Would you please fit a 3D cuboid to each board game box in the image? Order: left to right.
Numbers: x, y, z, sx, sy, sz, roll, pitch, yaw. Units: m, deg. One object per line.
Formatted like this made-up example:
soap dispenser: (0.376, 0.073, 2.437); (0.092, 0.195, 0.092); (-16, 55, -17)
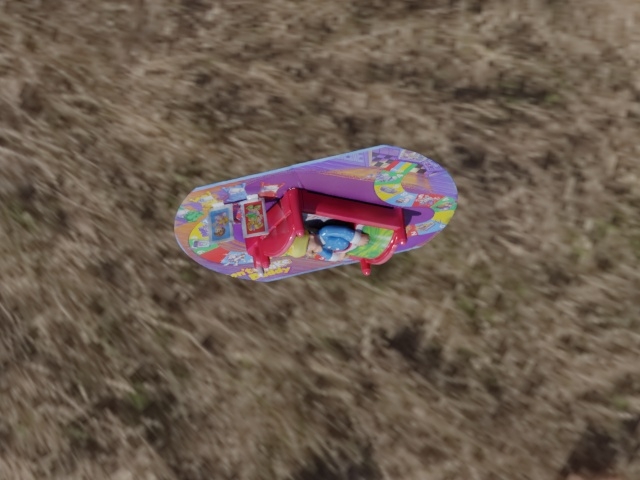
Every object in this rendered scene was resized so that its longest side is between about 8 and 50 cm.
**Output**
board game box: (0.000, 0.000, 1.084); (0.169, 0.133, 0.033); (-12, 62, 9)
